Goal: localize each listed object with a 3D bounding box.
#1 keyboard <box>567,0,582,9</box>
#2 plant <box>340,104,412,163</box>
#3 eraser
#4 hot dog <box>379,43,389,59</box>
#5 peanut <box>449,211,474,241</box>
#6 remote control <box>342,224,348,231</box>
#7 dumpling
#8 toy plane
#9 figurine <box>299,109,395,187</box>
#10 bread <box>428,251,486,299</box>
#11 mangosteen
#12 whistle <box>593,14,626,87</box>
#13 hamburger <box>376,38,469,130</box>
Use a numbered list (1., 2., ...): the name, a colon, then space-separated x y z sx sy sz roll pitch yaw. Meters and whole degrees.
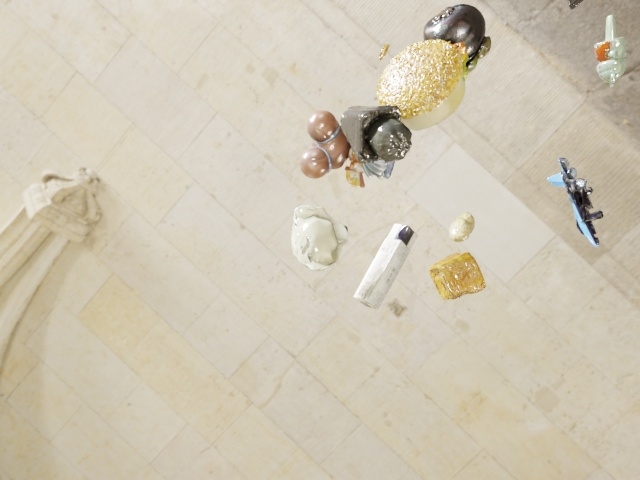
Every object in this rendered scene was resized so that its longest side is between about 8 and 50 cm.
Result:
1. keyboard: 0.960 -0.913 1.433 0.072 0.231 0.023 29 -149 -42
2. plant: 0.160 -0.321 1.239 0.256 0.142 0.164 42 142 45
3. eraser: 0.297 0.114 1.874 0.098 0.404 0.096 10 153 52
4. hot dog: 0.265 -0.791 1.735 0.021 0.083 0.037 30 159 -24
5. peanut: 0.536 -0.053 1.565 0.082 0.082 0.187 44 -142 11
6. remote control: 0.038 -0.079 2.200 0.222 0.042 0.072 12 -156 -5
7. dumpling: 0.000 0.000 1.773 0.243 0.187 0.318 -9 -117 -26
8. toy plane: 0.689 -0.099 1.096 0.169 0.078 0.246 18 -132 -43
9. figurine: 0.119 -0.372 1.748 0.388 0.276 0.248 12 -169 -2
10. bread: 0.508 0.135 1.559 0.149 0.143 0.158 161 90 -84
11. mangosteen: 0.502 -0.734 1.519 0.243 0.243 0.243 42 -173 -6
12. whistle: 1.081 -0.701 1.546 0.102 0.106 0.253 -106 6 -75
13. hamburger: 0.312 -0.494 1.300 0.276 0.294 0.179 23 167 42
